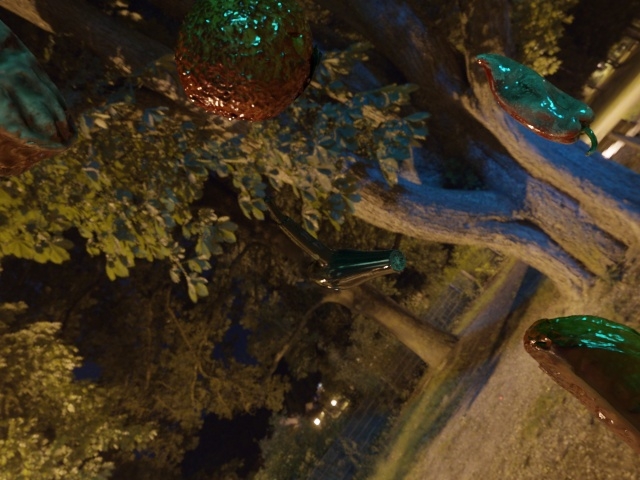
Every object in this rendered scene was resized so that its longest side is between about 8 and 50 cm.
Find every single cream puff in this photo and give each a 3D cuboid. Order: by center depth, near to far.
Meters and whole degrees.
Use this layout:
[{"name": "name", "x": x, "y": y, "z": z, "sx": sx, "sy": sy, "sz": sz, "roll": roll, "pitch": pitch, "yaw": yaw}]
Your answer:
[{"name": "cream puff", "x": -0.186, "y": -0.437, "z": 1.000, "sx": 0.350, "sy": 0.350, "sz": 0.228, "roll": -55, "pitch": -15, "yaw": 9}]

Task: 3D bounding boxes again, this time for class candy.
[{"name": "candy", "x": -0.495, "y": -0.226, "z": 0.610, "sx": 0.157, "sy": 0.214, "sz": 0.289, "roll": -28, "pitch": -56, "yaw": 10}]

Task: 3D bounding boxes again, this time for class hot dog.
[{"name": "hot dog", "x": 0.386, "y": 0.186, "z": 0.581, "sx": 0.099, "sy": 0.227, "sz": 0.160, "roll": -39, "pitch": -9, "yaw": -14}]

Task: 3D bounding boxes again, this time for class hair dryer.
[{"name": "hair dryer", "x": 0.000, "y": 0.000, "z": 0.678, "sx": 0.195, "sy": 0.219, "sz": 0.075, "roll": -15, "pitch": 42, "yaw": 51}]

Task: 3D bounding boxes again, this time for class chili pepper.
[{"name": "chili pepper", "x": 0.216, "y": -0.139, "z": 0.438, "sx": 0.050, "sy": 0.153, "sz": 0.041, "roll": -25, "pitch": -32, "yaw": -30}]
